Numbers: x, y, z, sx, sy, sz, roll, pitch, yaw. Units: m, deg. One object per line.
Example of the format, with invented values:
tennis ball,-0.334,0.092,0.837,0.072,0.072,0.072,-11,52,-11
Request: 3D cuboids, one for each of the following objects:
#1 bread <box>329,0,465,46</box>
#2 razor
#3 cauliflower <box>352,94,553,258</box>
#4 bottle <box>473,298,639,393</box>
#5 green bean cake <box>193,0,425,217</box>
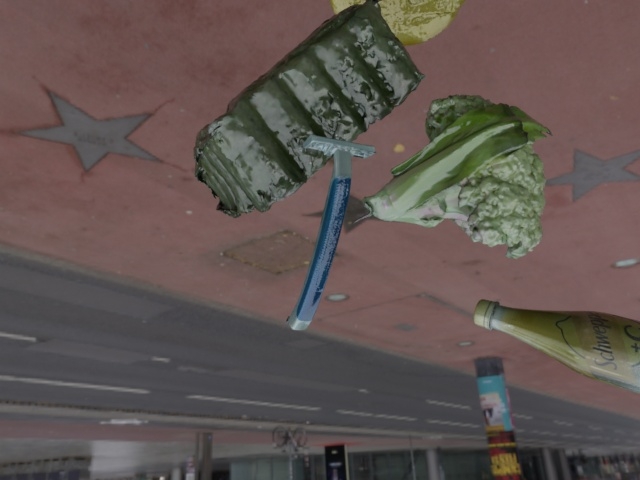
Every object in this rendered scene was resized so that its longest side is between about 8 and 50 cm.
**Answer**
bread,0.135,-0.471,0.992,0.269,0.148,0.270,5,132,5
razor,0.002,0.001,0.532,0.068,0.191,0.037,6,-164,-26
cauliflower,0.200,-0.085,0.861,0.315,0.257,0.239,-18,-174,16
bottle,0.321,0.125,0.702,0.269,0.083,0.083,13,168,33
green bean cake,-0.033,-0.139,0.669,0.255,0.132,0.241,-40,-168,-11
